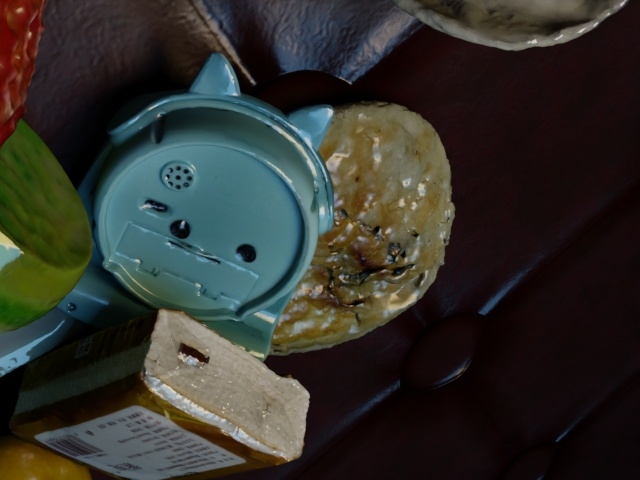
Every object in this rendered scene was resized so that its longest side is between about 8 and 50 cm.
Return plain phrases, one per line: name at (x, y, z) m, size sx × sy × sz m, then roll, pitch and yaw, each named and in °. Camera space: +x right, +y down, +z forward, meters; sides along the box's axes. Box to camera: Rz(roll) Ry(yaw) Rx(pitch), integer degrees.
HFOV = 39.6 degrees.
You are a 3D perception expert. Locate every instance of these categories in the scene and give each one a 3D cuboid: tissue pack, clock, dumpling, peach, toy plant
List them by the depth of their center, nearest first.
toy plant at (-0.347, 0.035, 0.684) m, size 0.315 × 0.185 × 0.224 m, roll -30°, pitch 132°, yaw 9°
dumpling at (0.193, -0.270, 0.764) m, size 0.175 × 0.227 × 0.243 m, roll 17°, pitch 105°, yaw -46°
clock at (-0.102, -0.023, 0.777) m, size 0.223 × 0.094 × 0.274 m, roll 22°, pitch 120°, yaw -16°
tissue pack at (-0.146, 0.155, 0.803) m, size 0.226 × 0.092 × 0.183 m, roll -25°, pitch 134°, yaw 39°
peach at (-0.300, 0.268, 0.851) m, size 0.179 × 0.103 × 0.179 m, roll -46°, pitch 153°, yaw -32°

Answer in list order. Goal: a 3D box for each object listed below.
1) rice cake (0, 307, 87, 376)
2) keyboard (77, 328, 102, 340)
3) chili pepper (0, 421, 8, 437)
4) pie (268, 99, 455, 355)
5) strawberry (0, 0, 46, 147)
rice cake at (-0.327, 0.101, 0.806) m, size 0.221 × 0.042 × 0.080 m, roll -31°, pitch 104°, yaw -9°
keyboard at (-0.279, 0.189, 0.931) m, size 0.251 × 0.017 × 0.087 m, roll -56°, pitch 157°, yaw 16°
chili pepper at (-0.415, 0.226, 0.833) m, size 0.256 × 0.074 × 0.100 m, roll -12°, pitch 114°, yaw -36°
pie at (0.000, -0.001, 0.946) m, size 0.339 × 0.077 × 0.339 m, roll -17°, pitch 132°, yaw -21°
strawberry at (-0.260, -0.129, 0.512) m, size 0.280 × 0.254 × 0.150 m, roll -23°, pitch 177°, yaw -21°
